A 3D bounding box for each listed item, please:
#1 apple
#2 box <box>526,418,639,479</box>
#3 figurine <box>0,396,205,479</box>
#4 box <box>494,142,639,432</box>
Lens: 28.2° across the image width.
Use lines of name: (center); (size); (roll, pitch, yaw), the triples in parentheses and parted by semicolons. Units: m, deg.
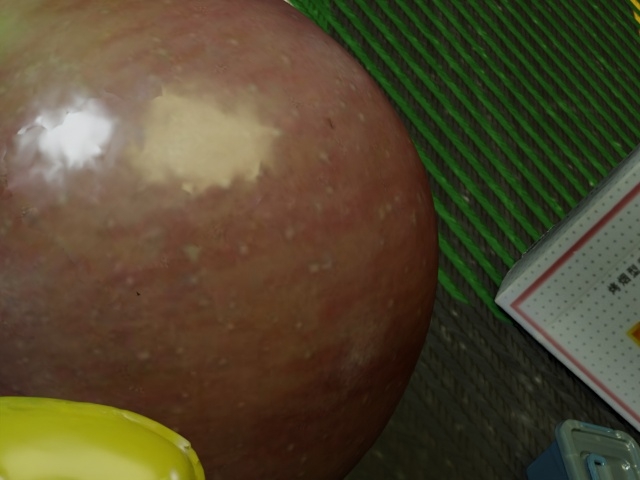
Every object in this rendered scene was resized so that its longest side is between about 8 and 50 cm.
apple: (-0.101, 0.005, 0.587); (0.306, 0.306, 0.235); (47, 42, 9)
box: (0.181, 0.176, 0.847); (0.074, 0.054, 0.099); (18, 42, -30)
figurine: (-0.206, 0.131, 0.391); (0.340, 0.231, 0.324); (44, 70, -11)
box: (0.323, 0.075, 0.943); (0.330, 0.210, 0.095); (41, 36, 1)
